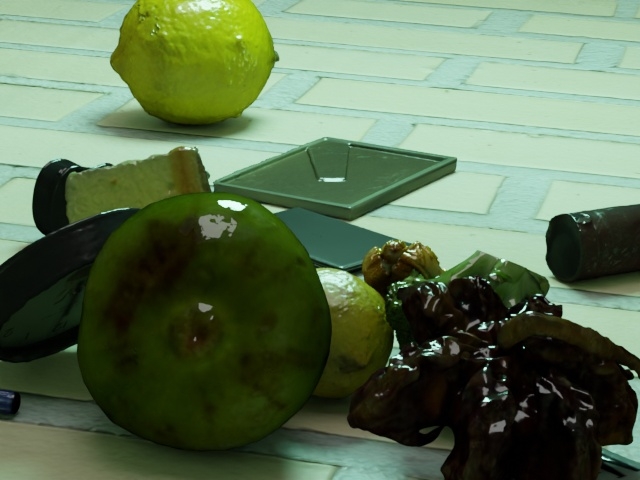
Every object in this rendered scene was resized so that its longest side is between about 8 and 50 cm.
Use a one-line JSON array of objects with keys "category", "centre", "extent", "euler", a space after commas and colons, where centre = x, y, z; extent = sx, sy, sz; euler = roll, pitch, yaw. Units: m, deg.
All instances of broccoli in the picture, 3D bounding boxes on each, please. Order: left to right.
[{"category": "broccoli", "centre": [0.125, 0.080, 1.463], "extent": [0.162, 0.138, 0.146], "euler": [22, -4, 13]}]

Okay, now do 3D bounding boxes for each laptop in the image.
[{"category": "laptop", "centre": [0.000, 0.000, 1.899], "extent": [0.180, 0.016, 0.129], "euler": [17, 23, 41]}]

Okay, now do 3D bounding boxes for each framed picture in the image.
[{"category": "framed picture", "centre": [0.020, -0.079, 2.143], "extent": [0.192, 0.018, 0.265], "euler": [12, 21, 29]}]

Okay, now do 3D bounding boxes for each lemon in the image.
[{"category": "lemon", "centre": [-0.163, -0.247, 2.361], "extent": [0.231, 0.192, 0.192], "euler": [-4, 19, -20]}, {"category": "lemon", "centre": [0.002, 0.077, 1.508], "extent": [0.109, 0.109, 0.133], "euler": [-12, 26, -38]}]

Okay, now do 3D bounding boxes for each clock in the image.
[{"category": "clock", "centre": [-0.208, 0.040, 1.519], "extent": [0.184, 0.184, 0.040], "euler": [-15, 66, -42]}]

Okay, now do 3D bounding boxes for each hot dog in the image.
[{"category": "hot dog", "centre": [0.086, 0.048, 1.572], "extent": [0.071, 0.045, 0.165], "euler": [1, -27, 24]}]

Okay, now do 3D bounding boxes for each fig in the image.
[{"category": "fig", "centre": [-0.090, 0.063, 1.416], "extent": [0.203, 0.203, 0.225], "euler": [2, -2, -1]}]

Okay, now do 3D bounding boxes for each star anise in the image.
[{"category": "star anise", "centre": [0.131, 0.095, 1.295], "extent": [0.190, 0.126, 0.220], "euler": [22, 35, 20]}]

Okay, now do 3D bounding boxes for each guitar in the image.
[{"category": "guitar", "centre": [-0.204, -0.053, 1.965], "extent": [0.038, 0.084, 0.271], "euler": [20, 18, 35]}]

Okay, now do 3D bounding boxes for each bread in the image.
[{"category": "bread", "centre": [-0.165, -0.016, 1.725], "extent": [0.147, 0.152, 0.127], "euler": [-8, 17, -2]}]

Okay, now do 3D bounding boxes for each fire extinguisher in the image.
[{"category": "fire extinguisher", "centre": [0.358, -0.016, 1.876], "extent": [0.267, 0.089, 0.072], "euler": [-8, -24, -28]}]

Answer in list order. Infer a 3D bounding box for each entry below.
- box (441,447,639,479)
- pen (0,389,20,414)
[{"category": "box", "centre": [0.163, 0.191, 1.288], "extent": [0.177, 0.036, 0.115], "euler": [-12, 22, -38]}, {"category": "pen", "centre": [-0.344, 0.121, 1.461], "extent": [0.204, 0.025, 0.025], "euler": [5, 18, 8]}]
